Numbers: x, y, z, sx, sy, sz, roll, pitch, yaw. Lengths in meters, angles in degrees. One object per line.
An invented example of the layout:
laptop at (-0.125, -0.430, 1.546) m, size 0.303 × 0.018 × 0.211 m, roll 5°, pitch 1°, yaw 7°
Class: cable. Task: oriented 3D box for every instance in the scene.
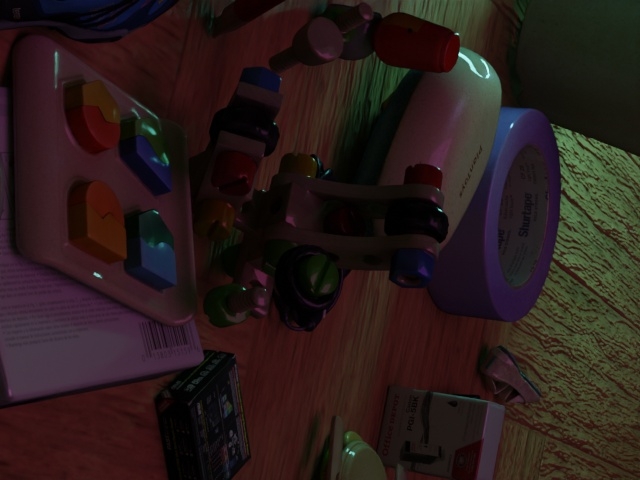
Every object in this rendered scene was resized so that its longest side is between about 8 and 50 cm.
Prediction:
cable at (0.000, 0.000, 1.752) m, size 0.150 × 0.047 × 0.184 m, roll -19°, pitch 113°, yaw -61°

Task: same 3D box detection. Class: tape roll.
tape roll at (0.223, -0.035, 2.144) m, size 0.275 × 0.090 × 0.274 m, roll -27°, pitch 121°, yaw -59°

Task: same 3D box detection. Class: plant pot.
plant pot at (0.445, -0.247, 2.269) m, size 0.334 × 0.306 × 0.333 m, roll -41°, pitch 139°, yaw -49°

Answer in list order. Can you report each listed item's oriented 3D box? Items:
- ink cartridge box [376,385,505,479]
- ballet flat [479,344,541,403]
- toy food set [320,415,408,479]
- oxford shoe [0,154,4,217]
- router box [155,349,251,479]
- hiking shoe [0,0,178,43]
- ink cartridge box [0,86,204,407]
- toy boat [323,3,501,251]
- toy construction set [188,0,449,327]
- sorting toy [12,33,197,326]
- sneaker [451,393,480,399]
ink cartridge box at (0.142, 0.232, 1.997) m, size 0.056 × 0.135 × 0.099 m, roll 25°, pitch 73°, yaw -59°
ballet flat at (0.260, 0.197, 2.336) m, size 0.052 × 0.057 × 0.168 m, roll -48°, pitch 142°, yaw -6°
toy food set at (0.039, 0.284, 1.886) m, size 0.192 × 0.039 × 0.132 m, roll 43°, pitch 46°, yaw -51°
oxford shoe at (-0.299, 0.079, 1.063) m, size 0.130 × 0.169 × 0.449 m, roll 66°, pitch 35°, yaw -77°
router box at (-0.110, 0.178, 1.585) m, size 0.092 × 0.038 × 0.122 m, roll -44°, pitch 134°, yaw -51°
hiking shoe at (-0.158, -0.208, 1.268) m, size 0.304 × 0.132 × 0.113 m, roll -27°, pitch 107°, yaw -60°
ink cartridge box at (-0.211, 0.003, 1.320) m, size 0.275 × 0.060 × 0.238 m, roll -4°, pitch 77°, yaw -63°
toy boat at (0.094, -0.142, 1.827) m, size 0.267 × 0.148 × 0.318 m, roll -62°, pitch 155°, yaw -27°
toy construction set at (-0.051, -0.066, 1.523) m, size 0.258 × 0.237 × 0.308 m, roll -1°, pitch 78°, yaw -38°
sorting toy at (-0.164, -0.046, 1.332) m, size 0.208 × 0.038 × 0.193 m, roll 30°, pitch 49°, yaw -54°
sneaker at (0.178, 0.245, 2.166) m, size 0.170 × 0.051 × 0.089 m, roll 6°, pitch 86°, yaw -67°
